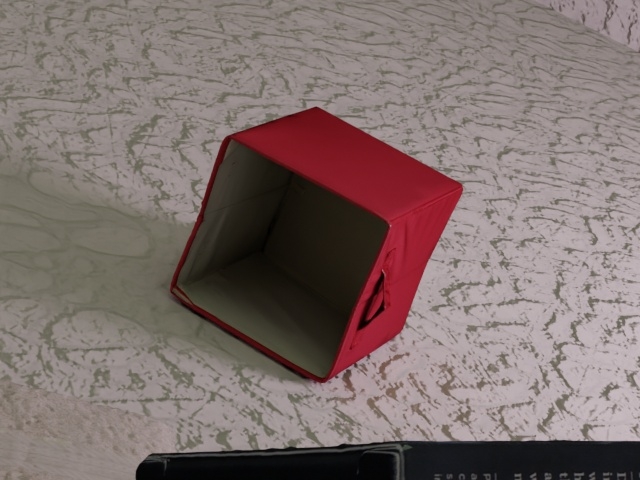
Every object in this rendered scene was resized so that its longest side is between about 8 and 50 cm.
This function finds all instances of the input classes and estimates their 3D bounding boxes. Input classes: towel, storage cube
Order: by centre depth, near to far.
[{"bbox_3d":[-0.239,0.168,1.354,0.282,0.049,0.187,14,25,-16],"label":"towel"},{"bbox_3d":[0.000,0.000,1.743,0.215,0.184,0.193,29,23,17],"label":"storage cube"}]

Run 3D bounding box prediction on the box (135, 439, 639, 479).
[{"bbox_3d":[0.121,0.238,1.150,0.395,0.212,0.293,5,-10,-35],"label":"box"}]
